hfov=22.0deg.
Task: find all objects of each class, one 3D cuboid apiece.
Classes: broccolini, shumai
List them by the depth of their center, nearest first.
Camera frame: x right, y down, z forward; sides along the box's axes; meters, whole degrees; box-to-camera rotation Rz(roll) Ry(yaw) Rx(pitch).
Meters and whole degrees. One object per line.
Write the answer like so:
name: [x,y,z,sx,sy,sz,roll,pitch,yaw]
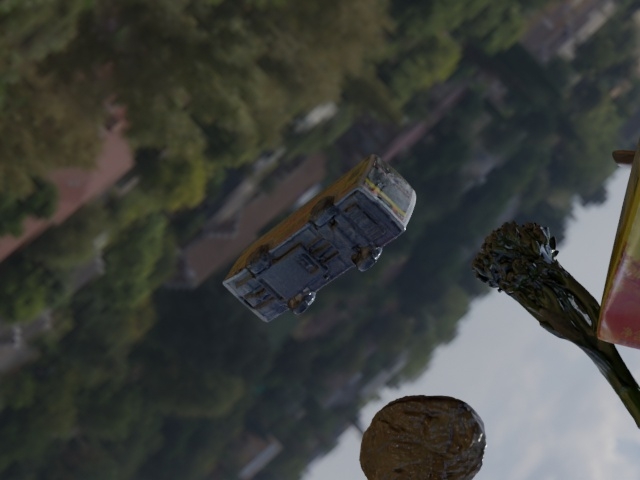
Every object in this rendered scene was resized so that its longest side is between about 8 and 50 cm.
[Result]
broccolini: [0.205,0.059,1.298,0.068,0.202,0.091,-49,158,7]
shumai: [0.128,0.239,1.906,0.139,0.123,0.105,-22,161,31]

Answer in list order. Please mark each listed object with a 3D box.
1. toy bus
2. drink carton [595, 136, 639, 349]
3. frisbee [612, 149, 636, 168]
toy bus: [0.000,0.000,1.899,0.268,0.092,0.106,-36,-163,41]
drink carton: [0.262,-0.045,0.956,0.351,0.154,0.111,88,17,-62]
frisbee: [0.434,-0.068,1.748,0.251,0.250,0.021,-10,109,-81]
